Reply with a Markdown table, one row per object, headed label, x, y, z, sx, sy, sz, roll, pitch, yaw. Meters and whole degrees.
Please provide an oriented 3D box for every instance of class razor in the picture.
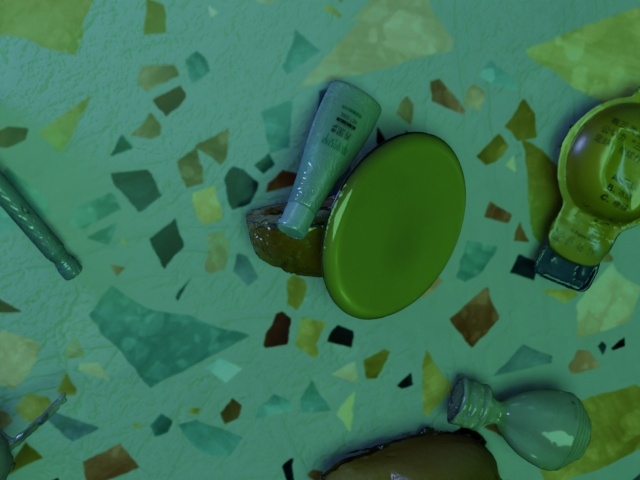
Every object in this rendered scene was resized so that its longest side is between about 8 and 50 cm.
| label | x | y | z | sx | sy | sz | roll | pitch | yaw |
| --- | --- | --- | --- | --- | --- | --- | --- | --- | --- |
| razor | -0.342 | -0.047 | 1.196 | 0.106 | 0.068 | 0.232 | -37 | 115 | -1 |

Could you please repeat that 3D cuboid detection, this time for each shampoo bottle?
| label | x | y | z | sx | sy | sz | roll | pitch | yaw |
| --- | --- | --- | --- | --- | --- | --- | --- | --- | --- |
| shampoo bottle | 0.004 | -0.090 | 1.231 | 0.069 | 0.041 | 0.191 | 31 | 69 | -14 |

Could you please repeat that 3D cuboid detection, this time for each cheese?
| label | x | y | z | sx | sy | sz | roll | pitch | yaw |
| --- | --- | --- | --- | --- | --- | --- | --- | --- | --- |
| cheese | 0.360 | -0.063 | 1.351 | 0.177 | 0.069 | 0.270 | 22 | 102 | -17 |

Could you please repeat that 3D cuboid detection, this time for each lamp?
| label | x | y | z | sx | sy | sz | roll | pitch | yaw |
| --- | --- | --- | --- | --- | --- | --- | --- | --- | --- |
| lamp | 0.260 | 0.231 | 1.398 | 0.193 | 0.106 | 0.106 | 20 | 100 | -8 |

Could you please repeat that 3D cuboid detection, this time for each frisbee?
| label | x | y | z | sx | sy | sz | roll | pitch | yaw |
| --- | --- | --- | --- | --- | --- | --- | --- | --- | --- |
| frisbee | 0.092 | -0.014 | 1.269 | 0.236 | 0.017 | 0.236 | -22 | 124 | -37 |

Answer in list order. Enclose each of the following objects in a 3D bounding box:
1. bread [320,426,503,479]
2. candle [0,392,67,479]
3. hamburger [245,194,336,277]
| label | x | y | z | sx | sy | sz | roll | pitch | yaw |
| --- | --- | --- | --- | --- | --- | --- | --- | --- | --- |
| bread | 0.136 | 0.350 | 1.368 | 0.262 | 0.162 | 0.204 | -11 | 97 | -25 |
| candle | -0.440 | 0.249 | 1.189 | 0.330 | 0.187 | 0.187 | -10 | 107 | -12 |
| hamburger | 0.005 | 0.005 | 1.275 | 0.176 | 0.087 | 0.102 | -10 | 106 | -13 |
